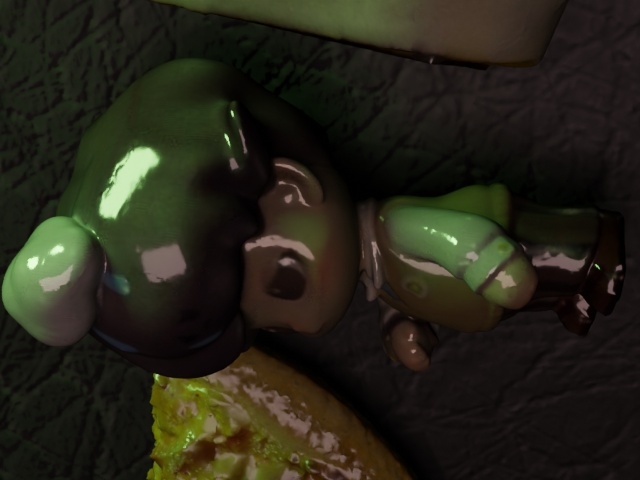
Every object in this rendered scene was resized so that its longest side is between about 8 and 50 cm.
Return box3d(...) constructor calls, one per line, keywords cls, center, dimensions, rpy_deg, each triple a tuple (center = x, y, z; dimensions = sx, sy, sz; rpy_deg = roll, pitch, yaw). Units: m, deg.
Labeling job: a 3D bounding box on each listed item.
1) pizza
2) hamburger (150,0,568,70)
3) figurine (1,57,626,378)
box3d(cls="pizza", center=(-0.007, 0.195, 1.252), dimensions=(0.258, 0.087, 0.268), rpy_deg=(7, 110, 6))
box3d(cls="hamburger", center=(0.006, -0.184, 0.956), dimensions=(0.295, 0.227, 0.151), rpy_deg=(14, 101, 4))
box3d(cls="figurine", center=(0.000, 0.020, 1.119), dimensions=(0.365, 0.218, 0.206), rpy_deg=(20, 87, -1))
